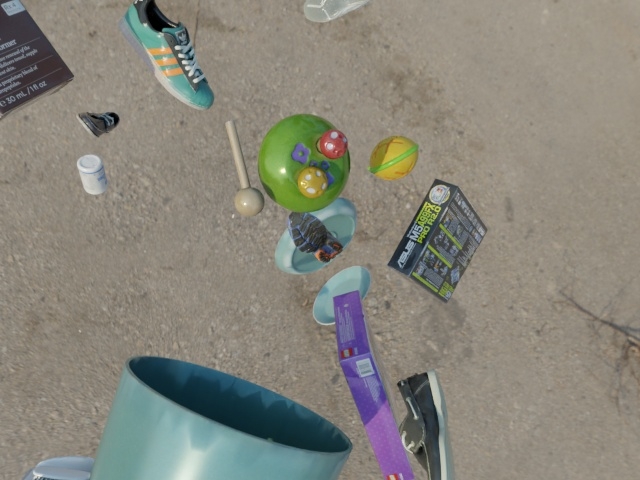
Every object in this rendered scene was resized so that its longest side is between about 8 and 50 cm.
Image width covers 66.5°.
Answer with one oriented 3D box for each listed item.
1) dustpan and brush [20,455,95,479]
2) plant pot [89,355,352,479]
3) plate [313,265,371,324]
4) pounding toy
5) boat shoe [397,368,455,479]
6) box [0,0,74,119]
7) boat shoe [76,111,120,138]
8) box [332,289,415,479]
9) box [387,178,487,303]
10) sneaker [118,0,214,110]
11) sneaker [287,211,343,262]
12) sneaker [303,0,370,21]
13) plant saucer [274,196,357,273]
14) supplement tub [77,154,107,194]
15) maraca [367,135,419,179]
[{"bbox_3d":[-0.381,0.383,0.782,0.211,0.147,0.060,8,93,-8],"label":"dustpan and brush"},{"bbox_3d":[-0.138,0.304,0.586,0.293,0.293,0.235,22,81,-9],"label":"plant pot"},{"bbox_3d":[0.059,0.145,1.263,0.024,0.188,0.188,47,60,-27],"label":"plate"},{"bbox_3d":[-0.033,-0.133,0.858,0.237,0.110,0.183,-9,101,-24],"label":"pounding toy"},{"bbox_3d":[0.164,0.309,0.761,0.079,0.084,0.233,-14,33,13],"label":"boat shoe"},{"bbox_3d":[-0.697,-0.434,0.948,0.381,0.143,0.191,58,46,-25],"label":"box"},{"bbox_3d":[-0.582,-0.318,1.292,0.065,0.206,0.075,-35,106,-1],"label":"boat shoe"},{"bbox_3d":[0.095,0.266,0.899,0.057,0.201,0.293,-17,113,6],"label":"box"},{"bbox_3d":[0.275,0.012,1.111,0.060,0.270,0.216,29,89,36],"label":"box"},{"bbox_3d":[-0.370,-0.475,1.245,0.302,0.121,0.108,48,35,-18],"label":"sneaker"},{"bbox_3d":[-0.026,-0.016,1.140,0.083,0.221,0.087,-42,60,0],"label":"sneaker"},{"bbox_3d":[0.044,-0.428,0.875,0.061,0.152,0.053,-38,117,-64],"label":"sneaker"},{"bbox_3d":[0.000,0.000,1.555,0.317,0.317,0.043,-26,56,-25],"label":"plant saucer"},{"bbox_3d":[-0.685,-0.199,1.470,0.071,0.107,0.071,5,53,-7],"label":"supplement tub"},{"bbox_3d":[0.170,-0.197,1.170,0.127,0.185,0.099,-27,101,-1],"label":"maraca"}]
